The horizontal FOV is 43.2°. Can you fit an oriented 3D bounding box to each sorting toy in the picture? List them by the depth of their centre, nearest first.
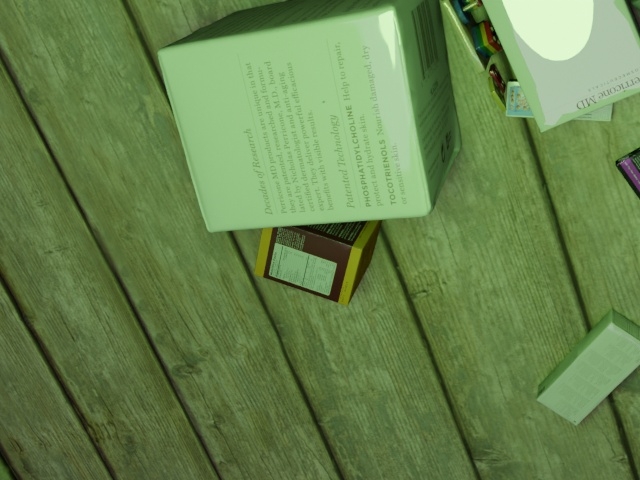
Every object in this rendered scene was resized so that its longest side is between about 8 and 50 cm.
[{"bbox_3d":[0.264,-0.351,1.343,0.046,0.132,0.274,-24,106,26],"label":"sorting toy"}]

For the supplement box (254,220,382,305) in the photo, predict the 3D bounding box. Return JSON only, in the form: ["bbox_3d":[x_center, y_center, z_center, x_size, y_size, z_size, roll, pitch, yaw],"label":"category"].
[{"bbox_3d":[0.000,0.000,1.576,0.194,0.191,0.129,18,120,9],"label":"supplement box"}]

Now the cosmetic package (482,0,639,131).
[{"bbox_3d":[0.369,-0.382,1.269,0.197,0.155,0.365,-23,101,26],"label":"cosmetic package"}]

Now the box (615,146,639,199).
[{"bbox_3d":[0.613,-0.130,1.393,0.162,0.029,0.116,-32,103,31],"label":"box"}]

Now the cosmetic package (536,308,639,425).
[{"bbox_3d":[0.538,0.252,1.592,0.099,0.060,0.239,35,122,3],"label":"cosmetic package"}]

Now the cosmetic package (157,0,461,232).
[{"bbox_3d":[0.003,-0.235,1.378,0.394,0.329,0.327,-4,114,22],"label":"cosmetic package"}]

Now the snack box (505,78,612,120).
[{"bbox_3d":[0.416,-0.245,1.408,0.178,0.022,0.064,6,116,17],"label":"snack box"}]

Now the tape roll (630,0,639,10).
[{"bbox_3d":[0.555,-0.407,1.163,0.072,0.219,0.219,39,121,-4],"label":"tape roll"}]
